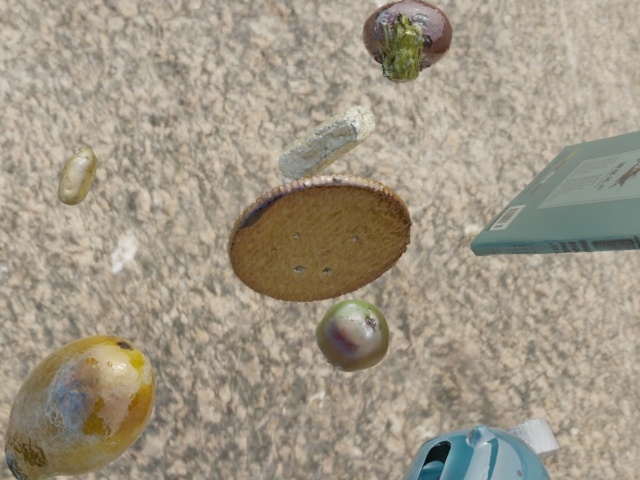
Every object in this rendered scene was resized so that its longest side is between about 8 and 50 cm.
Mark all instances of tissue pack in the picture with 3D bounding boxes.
[{"bbox_3d":[0.192,0.388,1.045,0.206,0.198,0.287,55,43,-20],"label":"tissue pack"}]

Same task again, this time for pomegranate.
[{"bbox_3d":[0.065,0.236,1.884,0.180,0.209,0.180,14,57,-22],"label":"pomegranate"}]

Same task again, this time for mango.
[{"bbox_3d":[-0.375,0.265,1.203,0.316,0.146,0.192,-39,65,26],"label":"mango"}]

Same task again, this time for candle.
[{"bbox_3d":[0.304,0.360,1.324,0.192,0.168,0.068,-27,65,14],"label":"candle"}]

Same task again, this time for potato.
[{"bbox_3d":[-0.315,-0.083,1.022,0.040,0.051,0.083,14,65,5],"label":"potato"}]

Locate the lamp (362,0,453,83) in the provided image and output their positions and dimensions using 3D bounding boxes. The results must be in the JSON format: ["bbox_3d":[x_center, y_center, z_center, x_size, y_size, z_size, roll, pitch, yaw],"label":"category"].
[{"bbox_3d":[0.148,-0.339,1.358,0.157,0.156,0.135,-3,93,-31],"label":"lamp"}]

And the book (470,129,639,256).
[{"bbox_3d":[0.394,-0.074,1.095,0.264,0.379,0.031,-44,104,-17],"label":"book"}]

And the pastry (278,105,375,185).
[{"bbox_3d":[0.008,-0.197,1.680,0.121,0.258,0.089,-17,80,-52],"label":"pastry"}]

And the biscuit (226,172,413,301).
[{"bbox_3d":[0.000,0.000,1.258,0.305,0.305,0.038,-7,51,-8],"label":"biscuit"}]
